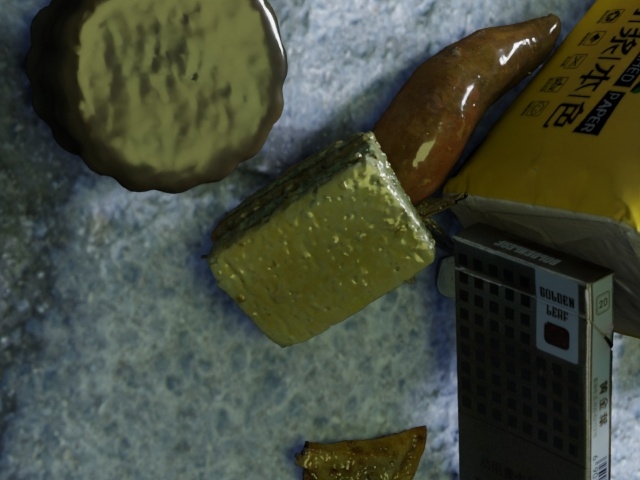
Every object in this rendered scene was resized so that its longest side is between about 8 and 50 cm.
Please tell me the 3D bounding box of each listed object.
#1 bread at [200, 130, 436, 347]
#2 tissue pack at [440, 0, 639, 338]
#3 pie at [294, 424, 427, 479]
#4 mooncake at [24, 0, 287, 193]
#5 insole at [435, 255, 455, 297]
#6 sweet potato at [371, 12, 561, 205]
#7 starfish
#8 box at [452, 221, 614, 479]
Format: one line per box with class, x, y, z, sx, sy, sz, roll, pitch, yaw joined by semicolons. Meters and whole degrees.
bread;0.000;0.000;1.735;0.196;0.102;0.138;-34;105;8
tissue pack;0.358;-0.104;1.838;0.382;0.293;0.228;-49;122;-20
pie;0.041;0.237;1.846;0.170;0.034;0.092;1;92;-37
mooncake;-0.152;-0.158;1.645;0.228;0.124;0.228;-5;102;-27
insole;0.204;0.039;1.935;0.192;0.010;0.063;2;94;-31
sweet potato;0.138;-0.146;1.832;0.292;0.097;0.097;-48;115;-19
starfish;0.104;-0.016;1.831;0.133;0.041;0.130;20;125;-37
box;0.212;0.158;1.812;0.047;0.180;0.325;-21;119;-37
